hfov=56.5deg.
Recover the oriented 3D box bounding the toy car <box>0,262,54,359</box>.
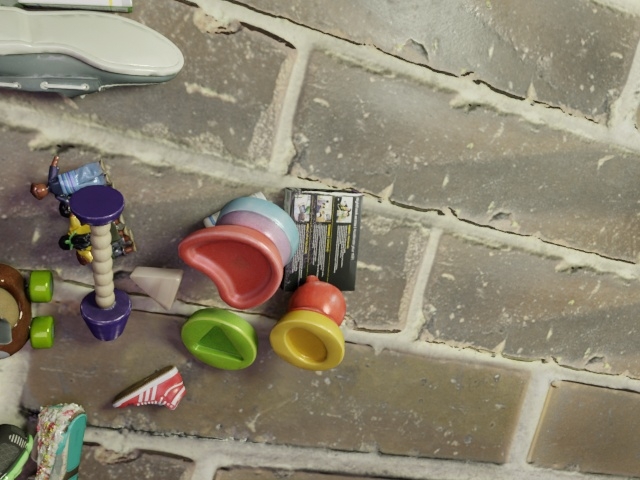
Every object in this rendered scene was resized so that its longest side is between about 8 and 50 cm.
[{"bbox_3d":[-0.477,0.120,0.850,0.155,0.188,0.148,0,100,-16],"label":"toy car"}]

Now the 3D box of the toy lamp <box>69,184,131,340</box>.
[{"bbox_3d":[-0.322,0.048,0.883,0.080,0.080,0.274,-3,135,-16],"label":"toy lamp"}]

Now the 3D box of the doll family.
[{"bbox_3d":[-0.365,-0.038,0.918,0.111,0.076,0.193,-17,100,-8],"label":"doll family"}]

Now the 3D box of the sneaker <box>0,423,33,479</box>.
[{"bbox_3d":[-0.672,0.327,0.837,0.483,0.185,0.202,-4,106,-17],"label":"sneaker"}]

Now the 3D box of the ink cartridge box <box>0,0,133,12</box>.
[{"bbox_3d":[-0.378,-0.389,0.847,0.209,0.062,0.109,-3,103,-15],"label":"ink cartridge box"}]

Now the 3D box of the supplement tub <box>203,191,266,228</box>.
[{"bbox_3d":[-0.132,-0.028,0.987,0.107,0.071,0.071,-28,107,-10],"label":"supplement tub"}]

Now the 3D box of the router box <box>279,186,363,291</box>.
[{"bbox_3d":[0.000,0.000,1.044,0.133,0.046,0.178,2,100,-17],"label":"router box"}]

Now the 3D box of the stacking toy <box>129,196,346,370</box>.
[{"bbox_3d":[-0.118,0.074,0.967,0.280,0.130,0.309,-13,125,28],"label":"stacking toy"}]

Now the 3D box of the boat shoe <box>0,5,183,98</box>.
[{"bbox_3d":[-0.367,-0.265,0.874,0.320,0.099,0.116,0,56,-23],"label":"boat shoe"}]

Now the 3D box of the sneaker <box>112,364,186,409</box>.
[{"bbox_3d":[-0.287,0.268,1.013,0.118,0.042,0.067,-27,104,-12],"label":"sneaker"}]

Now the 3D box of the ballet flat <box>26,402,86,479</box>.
[{"bbox_3d":[-0.441,0.377,0.980,0.077,0.091,0.241,13,93,12],"label":"ballet flat"}]
